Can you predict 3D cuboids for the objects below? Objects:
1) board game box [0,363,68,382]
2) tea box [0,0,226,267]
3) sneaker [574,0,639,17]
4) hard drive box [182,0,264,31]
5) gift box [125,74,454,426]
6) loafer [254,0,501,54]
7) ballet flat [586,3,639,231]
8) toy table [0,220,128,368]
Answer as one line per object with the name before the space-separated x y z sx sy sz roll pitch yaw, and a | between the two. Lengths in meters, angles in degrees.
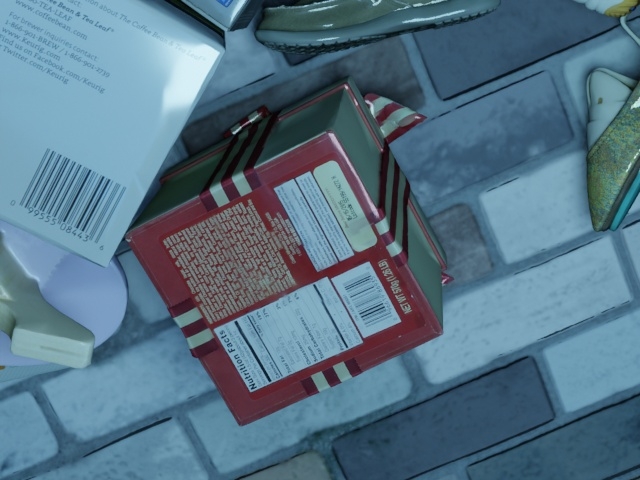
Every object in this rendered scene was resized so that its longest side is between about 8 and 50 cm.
board game box | -0.414 0.044 1.246 0.303 0.097 0.224 -11 107 1
tea box | -0.277 -0.177 1.071 0.329 0.323 0.220 28 102 -11
sneaker | 0.300 -0.376 1.165 0.131 0.112 0.296 23 93 12
hard drive box | -0.148 -0.297 1.106 0.232 0.181 0.089 34 100 -5
gift box | 0.000 0.000 1.172 0.276 0.258 0.255 -21 106 11
loafer | 0.053 -0.247 1.203 0.251 0.094 0.087 -12 93 -5
ballet flat | 0.345 -0.178 1.231 0.123 0.123 0.348 27 103 -11
toy table | -0.327 0.054 1.123 0.274 0.161 0.252 1 106 -3
